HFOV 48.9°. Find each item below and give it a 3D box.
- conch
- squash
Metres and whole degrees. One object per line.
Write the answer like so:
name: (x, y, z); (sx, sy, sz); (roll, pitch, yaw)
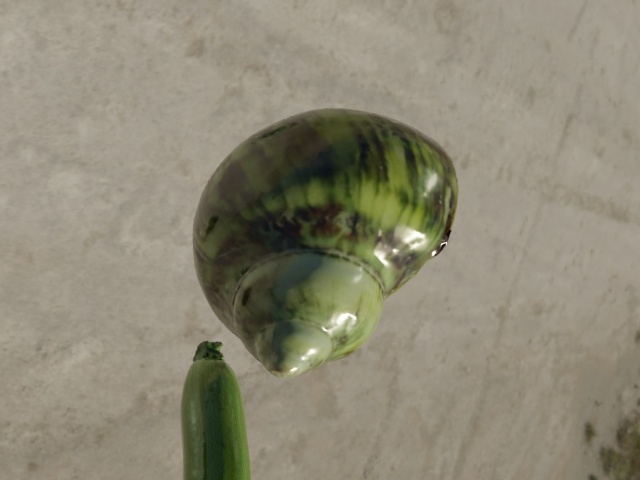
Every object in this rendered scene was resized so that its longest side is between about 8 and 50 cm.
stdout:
conch: (-0.001, 0.000, 0.479); (0.124, 0.187, 0.181); (25, 54, -64)
squash: (-0.162, 0.342, 1.085); (0.107, 0.107, 0.395); (29, 48, -48)
